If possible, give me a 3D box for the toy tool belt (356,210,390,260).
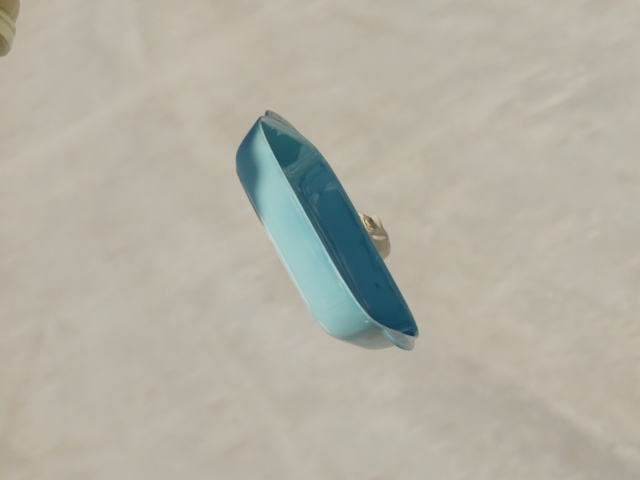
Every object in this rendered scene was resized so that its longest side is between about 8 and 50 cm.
[{"bbox_3d":[0.014,0.011,1.599,0.083,0.052,0.051,-36,-16,26],"label":"toy tool belt"}]

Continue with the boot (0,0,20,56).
[{"bbox_3d":[-0.148,-0.174,0.882,0.165,0.077,0.213,-60,20,4],"label":"boot"}]

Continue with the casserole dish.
[{"bbox_3d":[0.000,0.000,1.259,0.037,0.188,0.114,-34,-22,15],"label":"casserole dish"}]
